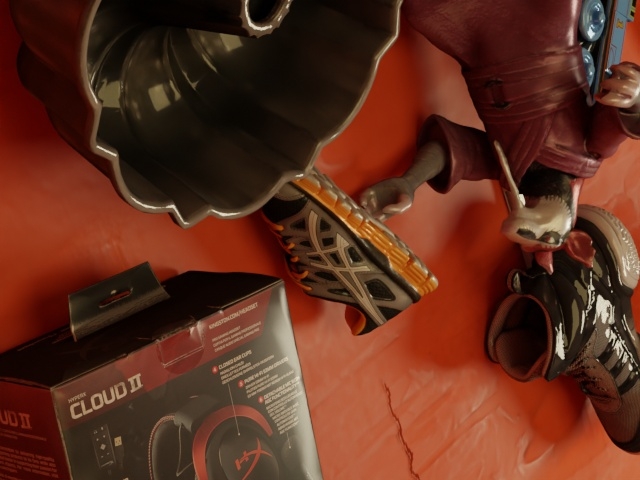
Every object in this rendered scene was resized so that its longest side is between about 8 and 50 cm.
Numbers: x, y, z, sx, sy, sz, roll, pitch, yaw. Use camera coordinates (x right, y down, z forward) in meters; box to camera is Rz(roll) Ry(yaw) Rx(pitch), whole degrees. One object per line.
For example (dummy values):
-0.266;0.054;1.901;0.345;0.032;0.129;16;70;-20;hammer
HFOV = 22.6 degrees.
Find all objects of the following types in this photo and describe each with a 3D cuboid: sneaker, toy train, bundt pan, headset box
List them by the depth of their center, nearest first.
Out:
-0.078;-0.182;1.084;0.331;0.124;0.331;-33;137;-37;bundt pan
-0.112;0.164;1.128;0.218;0.110;0.293;-25;111;-42;headset box
0.000;0.000;1.260;0.083;0.084;0.215;-46;117;7;sneaker
0.242;-0.198;1.494;0.105;0.080;0.184;16;81;-51;toy train
0.237;0.111;1.500;0.153;0.101;0.269;-33;119;-30;sneaker

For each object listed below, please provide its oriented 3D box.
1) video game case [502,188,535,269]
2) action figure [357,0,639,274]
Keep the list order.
0.207;-0.042;1.514;0.087;0.011;0.122;-38;119;-38;video game case
0.162;-0.148;1.374;0.276;0.248;0.370;-52;130;-64;action figure
